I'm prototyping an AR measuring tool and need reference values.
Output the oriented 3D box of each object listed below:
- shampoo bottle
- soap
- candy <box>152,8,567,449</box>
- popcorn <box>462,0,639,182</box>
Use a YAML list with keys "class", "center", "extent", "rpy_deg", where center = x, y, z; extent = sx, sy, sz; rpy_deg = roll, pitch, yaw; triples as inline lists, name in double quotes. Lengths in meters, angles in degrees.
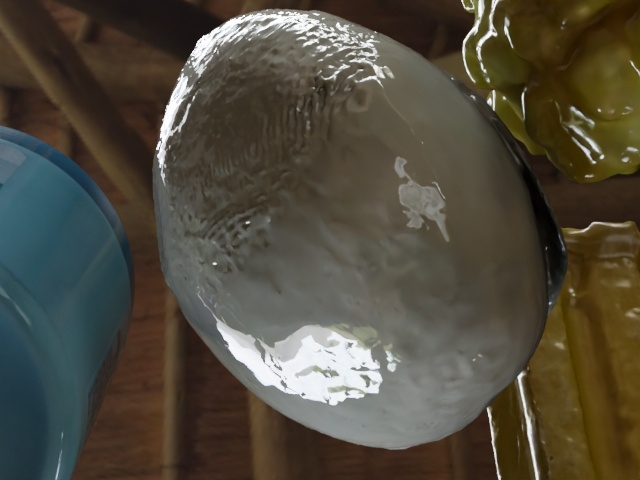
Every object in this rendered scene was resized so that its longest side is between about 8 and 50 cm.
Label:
- class: "shampoo bottle"
  center: [-0.345, 0.087, 1.002]
  extent: [0.331, 0.331, 0.342]
  rpy_deg: [-61, -170, 14]
- class: "soap"
  center: [0.304, 0.151, 1.034]
  extent: [0.156, 0.293, 0.335]
  rpy_deg: [109, -22, -55]
- class: "candy"
  center: [0.000, 0.000, 0.667]
  extent: [0.185, 0.295, 0.295]
  rpy_deg: [-38, -150, -25]
- class: "popcorn"
  center: [0.190, -0.159, 0.632]
  extent: [0.266, 0.192, 0.233]
  rpy_deg: [-40, -153, 18]
